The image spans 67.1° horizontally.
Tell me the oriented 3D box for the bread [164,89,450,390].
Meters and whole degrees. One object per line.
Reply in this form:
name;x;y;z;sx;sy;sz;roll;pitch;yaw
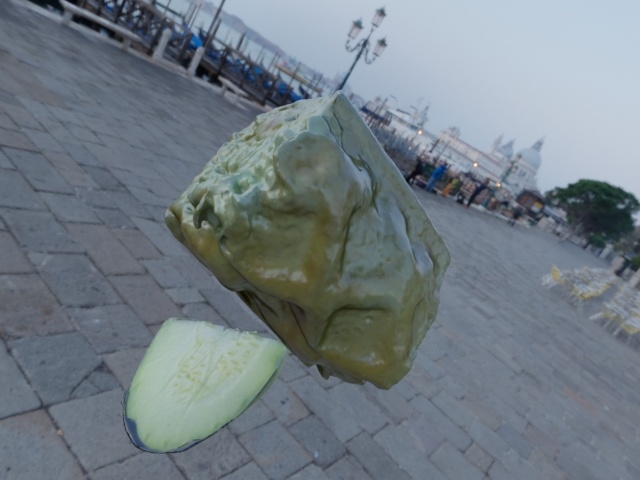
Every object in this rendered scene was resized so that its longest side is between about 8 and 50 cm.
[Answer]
bread;-0.002;0.004;0.474;0.252;0.196;0.238;52;-17;-20

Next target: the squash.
squash;-0.195;0.236;0.794;0.236;0.204;0.155;11;-12;8
